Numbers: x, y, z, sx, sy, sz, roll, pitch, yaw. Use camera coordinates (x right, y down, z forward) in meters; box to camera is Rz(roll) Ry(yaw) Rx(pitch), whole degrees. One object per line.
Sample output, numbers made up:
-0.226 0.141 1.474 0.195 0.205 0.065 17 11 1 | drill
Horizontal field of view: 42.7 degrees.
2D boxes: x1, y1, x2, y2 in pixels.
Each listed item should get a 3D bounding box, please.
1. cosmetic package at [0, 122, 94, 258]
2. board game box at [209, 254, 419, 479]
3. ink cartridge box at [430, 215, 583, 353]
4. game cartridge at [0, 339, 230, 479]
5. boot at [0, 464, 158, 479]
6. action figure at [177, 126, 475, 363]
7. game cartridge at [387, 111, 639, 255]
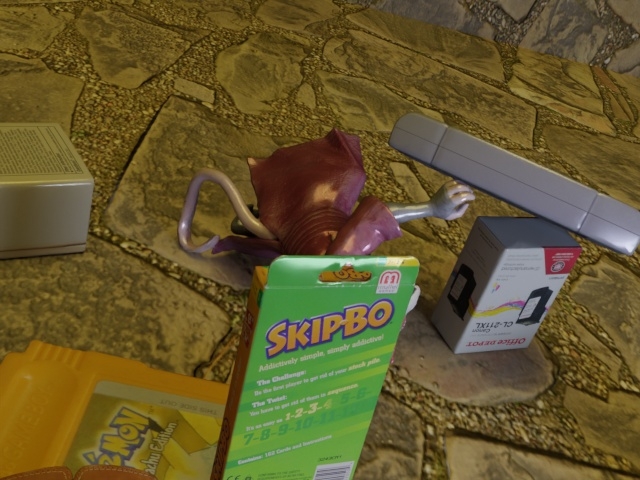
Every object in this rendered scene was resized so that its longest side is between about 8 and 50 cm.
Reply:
-0.447 -0.059 0.974 0.310 0.113 0.160 -6 37 -33 | cosmetic package
-0.010 0.117 0.657 0.124 0.259 0.039 1 33 -25 | board game box
0.238 0.059 1.062 0.128 0.175 0.072 -1 37 -27 | ink cartridge box
-0.161 0.216 0.724 0.324 0.052 0.285 15 30 -6 | game cartridge
-0.116 0.257 0.556 0.284 0.109 0.220 3 28 -9 | boot
0.000 0.000 0.969 0.276 0.248 0.370 4 30 -20 | action figure
0.231 -0.067 0.964 0.297 0.062 0.198 27 3 14 | game cartridge
